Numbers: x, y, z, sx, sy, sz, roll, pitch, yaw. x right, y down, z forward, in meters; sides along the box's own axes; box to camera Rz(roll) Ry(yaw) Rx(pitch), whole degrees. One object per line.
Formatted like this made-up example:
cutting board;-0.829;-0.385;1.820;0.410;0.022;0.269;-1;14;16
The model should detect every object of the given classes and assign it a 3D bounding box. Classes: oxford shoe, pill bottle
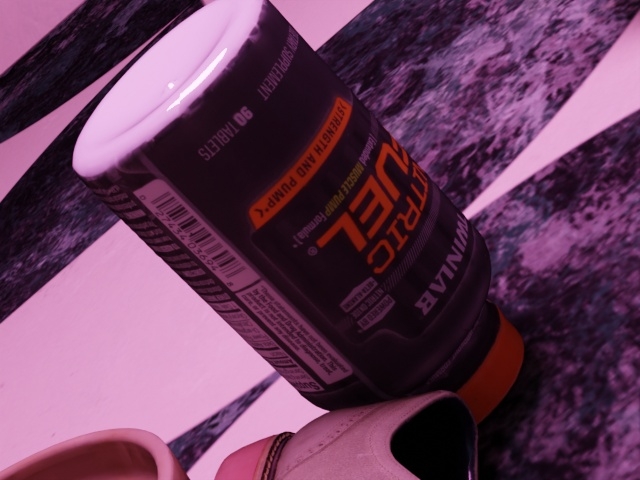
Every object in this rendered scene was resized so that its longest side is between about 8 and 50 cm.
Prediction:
oxford shoe;0.021;0.166;0.657;0.130;0.123;0.348;-31;25;14
pill bottle;0.000;0.000;0.824;0.130;0.245;0.130;-37;23;18

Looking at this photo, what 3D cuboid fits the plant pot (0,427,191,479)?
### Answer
plant pot;-0.141;0.207;0.765;0.237;0.110;0.237;-31;19;12
